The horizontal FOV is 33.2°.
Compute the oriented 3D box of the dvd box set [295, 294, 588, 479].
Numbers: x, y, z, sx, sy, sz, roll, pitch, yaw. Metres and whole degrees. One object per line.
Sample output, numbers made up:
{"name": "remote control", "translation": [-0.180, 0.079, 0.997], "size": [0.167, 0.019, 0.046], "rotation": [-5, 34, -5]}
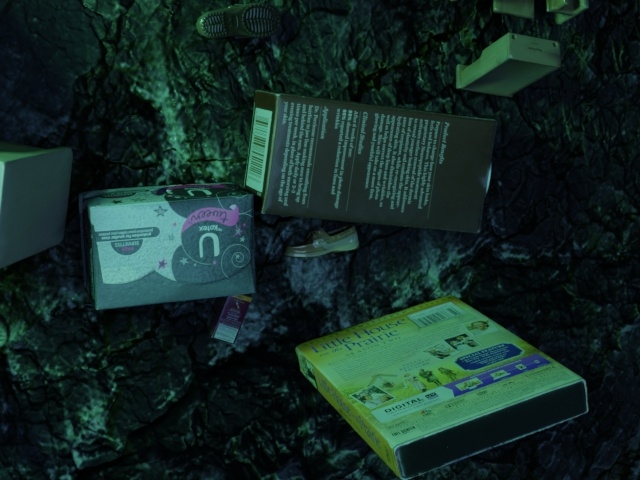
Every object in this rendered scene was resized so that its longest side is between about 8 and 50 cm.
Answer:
{"name": "dvd box set", "translation": [0.171, 0.212, 1.678], "size": [0.308, 0.420, 0.062], "rotation": [-17, 109, -17]}

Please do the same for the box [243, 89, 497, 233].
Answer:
{"name": "box", "translation": [0.078, -0.128, 1.728], "size": [0.382, 0.143, 0.191], "rotation": [6, 99, -19]}

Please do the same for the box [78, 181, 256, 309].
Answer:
{"name": "box", "translation": [-0.233, 0.002, 1.638], "size": [0.247, 0.142, 0.163], "rotation": [-5, 103, -19]}

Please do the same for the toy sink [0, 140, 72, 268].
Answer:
{"name": "toy sink", "translation": [-0.466, -0.062, 1.531], "size": [0.131, 0.234, 0.152], "rotation": [11, 102, 8]}

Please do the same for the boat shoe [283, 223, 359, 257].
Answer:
{"name": "boat shoe", "translation": [0.000, 0.000, 1.775], "size": [0.135, 0.050, 0.045], "rotation": [-10, 101, -28]}

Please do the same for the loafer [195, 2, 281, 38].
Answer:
{"name": "loafer", "translation": [-0.129, -0.340, 1.657], "size": [0.148, 0.050, 0.056], "rotation": [-8, 108, -34]}

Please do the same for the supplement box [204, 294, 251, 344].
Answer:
{"name": "supplement box", "translation": [-0.150, 0.119, 1.739], "size": [0.043, 0.055, 0.083], "rotation": [20, 94, -23]}

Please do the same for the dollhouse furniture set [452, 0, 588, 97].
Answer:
{"name": "dollhouse furniture set", "translation": [0.310, -0.382, 1.783], "size": [0.212, 0.161, 0.242], "rotation": [6, 77, -21]}
